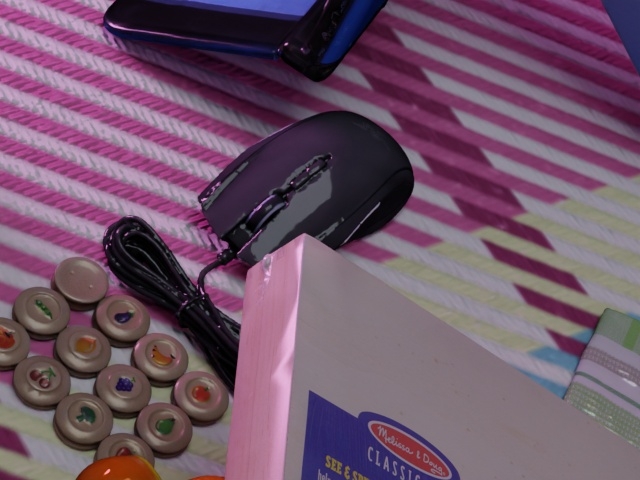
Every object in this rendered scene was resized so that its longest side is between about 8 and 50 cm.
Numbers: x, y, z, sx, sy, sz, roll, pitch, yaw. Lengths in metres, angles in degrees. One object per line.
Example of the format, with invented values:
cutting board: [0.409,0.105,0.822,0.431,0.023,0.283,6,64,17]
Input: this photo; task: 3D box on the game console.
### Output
game console: [0.008,-0.264,1.401,0.173,0.250,0.293,33,48,2]

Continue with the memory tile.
memory tile: [-0.137,0.081,1.220,0.148,0.012,0.113,42,49,12]

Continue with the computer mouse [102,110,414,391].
computer mouse: [0.000,0.000,1.313,0.262,0.060,0.184,-29,68,-37]

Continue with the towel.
towel: [0.225,0.121,1.341,0.113,0.023,0.152,30,47,0]

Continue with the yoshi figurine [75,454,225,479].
yoshi figurine: [-0.212,0.196,0.985,0.362,0.203,0.203,-23,55,-33]

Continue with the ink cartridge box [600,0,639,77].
ink cartridge box: [0.307,-0.284,1.487,0.395,0.151,0.270,58,44,-21]

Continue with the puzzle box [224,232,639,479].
puzzle box: [0.111,0.200,1.100,0.409,0.052,0.272,33,43,-29]
